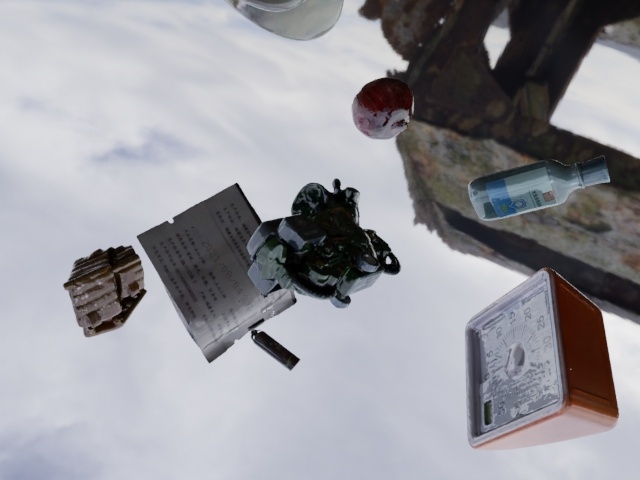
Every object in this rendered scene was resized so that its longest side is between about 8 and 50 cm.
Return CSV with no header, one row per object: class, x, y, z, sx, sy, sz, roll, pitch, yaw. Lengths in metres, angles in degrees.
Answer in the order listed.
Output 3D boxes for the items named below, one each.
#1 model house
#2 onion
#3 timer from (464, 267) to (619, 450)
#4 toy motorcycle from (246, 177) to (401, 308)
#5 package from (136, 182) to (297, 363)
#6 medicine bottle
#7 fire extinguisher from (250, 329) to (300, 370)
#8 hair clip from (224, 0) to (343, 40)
model house,-0.574,0.124,1.697,0.200,0.229,0.219,-14,-108,-16
onion,0.127,-0.262,1.246,0.131,0.131,0.131,15,-154,-7
timer,0.356,0.221,1.087,0.161,0.250,0.257,29,-130,-27
toy motorcycle,0.000,0.000,0.871,0.187,0.124,0.275,44,-152,18
package,-0.164,0.054,1.075,0.204,0.250,0.062,-33,-164,-23
medicine bottle,0.349,-0.087,1.007,0.209,0.090,0.053,-14,-132,25
fire extinguisher,-0.128,0.285,1.665,0.158,0.043,0.064,35,-155,8
hair clip,-0.081,-0.332,0.639,0.282,0.173,0.113,49,-168,-9
